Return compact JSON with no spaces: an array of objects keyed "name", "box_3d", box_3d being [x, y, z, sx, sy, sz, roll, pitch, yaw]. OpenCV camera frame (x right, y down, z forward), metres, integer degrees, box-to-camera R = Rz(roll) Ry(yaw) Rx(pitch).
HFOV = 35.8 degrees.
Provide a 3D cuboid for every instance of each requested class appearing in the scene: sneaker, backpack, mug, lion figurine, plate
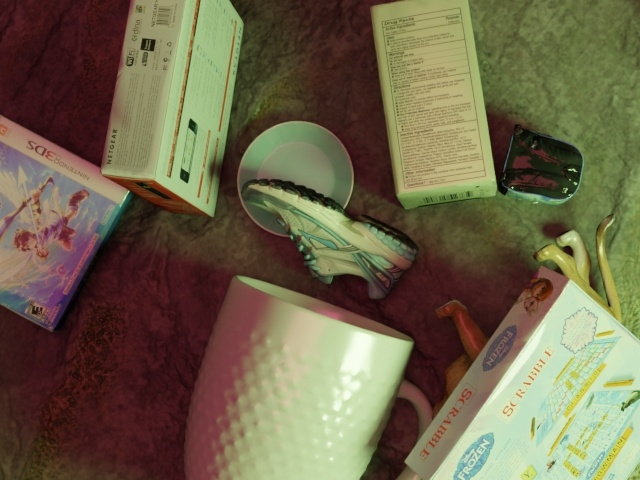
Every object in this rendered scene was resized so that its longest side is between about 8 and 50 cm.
[{"name":"sneaker","box_3d":[0.000,0.000,1.497,0.283,0.110,0.122,26,99,-2]},{"name":"backpack","box_3d":[0.332,-0.105,1.488,0.114,0.084,0.105,15,82,9]},{"name":"mug","box_3d":[-0.007,0.264,1.417,0.374,0.276,0.328,20,91,-19]},{"name":"lion figurine","box_3d":[0.313,0.152,1.428,0.392,0.142,0.240,-31,85,-1]},{"name":"plate","box_3d":[-0.039,-0.096,1.578,0.188,0.024,0.188,-1,82,10]}]

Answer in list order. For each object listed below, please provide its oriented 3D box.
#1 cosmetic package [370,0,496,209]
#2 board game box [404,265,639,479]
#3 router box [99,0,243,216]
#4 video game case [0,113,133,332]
[{"name":"cosmetic package","box_3d":[0.173,-0.209,1.508,0.153,0.129,0.296,-7,81,9]},{"name":"board game box","box_3d":[0.317,0.246,1.348,0.318,0.066,0.319,37,87,-32]},{"name":"router box","box_3d":[-0.210,-0.223,1.484,0.082,0.301,0.336,7,82,10]},{"name":"video game case","box_3d":[-0.468,-0.028,1.592,0.244,0.061,0.270,28,87,-1]}]
